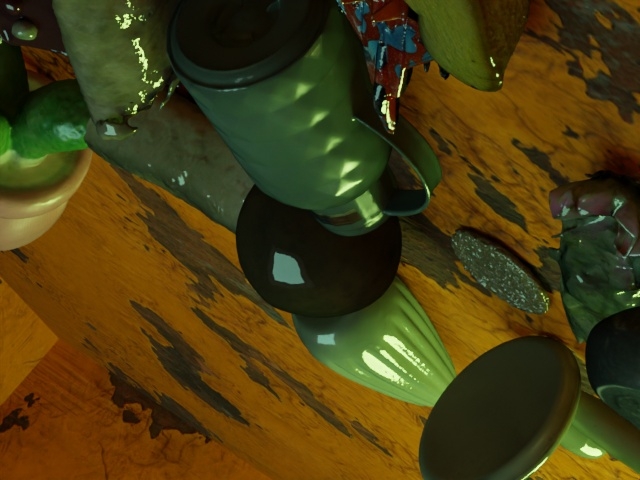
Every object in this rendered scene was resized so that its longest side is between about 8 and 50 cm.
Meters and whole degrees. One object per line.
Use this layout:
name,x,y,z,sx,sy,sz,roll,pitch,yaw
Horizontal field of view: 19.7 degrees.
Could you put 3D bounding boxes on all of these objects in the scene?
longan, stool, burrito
longan,0.000,0.000,1.845,0.167,0.167,0.187,32,-175,30
stool,0.228,0.229,1.865,0.199,0.195,0.195,46,165,-26
burrito,-0.145,-0.092,2.034,0.299,0.105,0.143,28,166,33
burrito,0.235,0.025,1.490,0.096,0.066,0.309,31,166,22
burrito,-0.166,-0.246,1.496,0.107,0.175,0.348,24,153,23

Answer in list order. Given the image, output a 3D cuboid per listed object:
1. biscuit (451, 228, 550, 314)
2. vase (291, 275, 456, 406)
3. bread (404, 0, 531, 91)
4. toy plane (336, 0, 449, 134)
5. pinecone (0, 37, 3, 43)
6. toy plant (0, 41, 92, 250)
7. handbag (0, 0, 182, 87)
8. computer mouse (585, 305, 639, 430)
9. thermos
biscuit,0.172,0.031,1.767,0.120,0.015,0.120,38,165,12
vase,0.070,0.112,2.072,0.128,0.128,0.248,27,170,43
bread,0.086,-0.182,1.266,0.149,0.065,0.188,44,171,28
toy plane,0.056,-0.149,1.415,0.130,0.061,0.189,32,159,25
pinecone,-0.377,-0.278,1.935,0.204,0.179,0.184,11,174,30
toy plant,-0.410,-0.152,2.336,0.317,0.210,0.356,40,153,6
handbag,-0.223,-0.228,1.771,0.216,0.074,0.203,19,161,7
computer mouse,0.370,0.151,1.435,0.374,0.114,0.203,37,165,-21
thermos,0.001,-0.105,1.558,0.182,0.145,0.286,13,155,32
